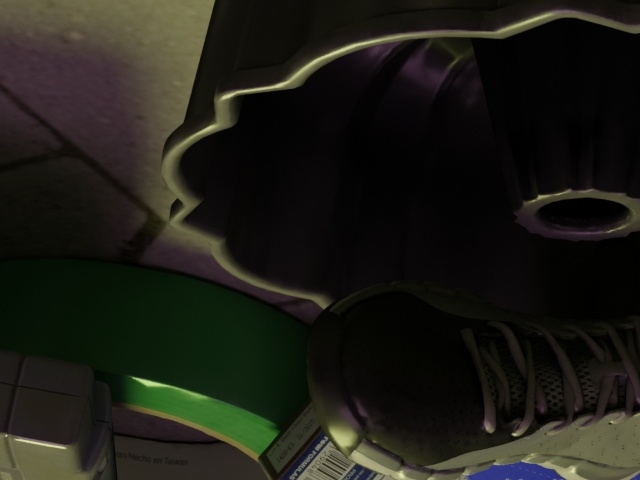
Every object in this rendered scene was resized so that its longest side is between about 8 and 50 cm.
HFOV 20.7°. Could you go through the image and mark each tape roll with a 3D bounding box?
[{"bbox_3d":[-0.130,0.122,1.166,0.321,0.077,0.321,7,150,4],"label":"tape roll"}]

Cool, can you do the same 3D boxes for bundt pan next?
[{"bbox_3d":[0.104,-0.064,0.695,0.331,0.124,0.331,3,158,1],"label":"bundt pan"}]

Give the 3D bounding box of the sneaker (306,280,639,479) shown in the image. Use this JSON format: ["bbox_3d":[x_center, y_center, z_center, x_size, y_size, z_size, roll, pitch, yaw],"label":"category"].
[{"bbox_3d":[0.109,0.048,0.722,0.132,0.086,0.228,-22,158,39],"label":"sneaker"}]

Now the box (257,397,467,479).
[{"bbox_3d":[0.083,0.137,1.091,0.225,0.036,0.136,35,98,-36],"label":"box"}]

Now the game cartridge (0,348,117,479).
[{"bbox_3d":[-0.234,0.121,1.027,0.230,0.068,0.355,6,159,-3],"label":"game cartridge"}]

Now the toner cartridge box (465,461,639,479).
[{"bbox_3d":[0.200,0.175,0.982,0.165,0.075,0.348,-3,141,21],"label":"toner cartridge box"}]

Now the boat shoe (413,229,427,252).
[{"bbox_3d":[0.000,0.000,0.907,0.065,0.083,0.183,21,149,-20],"label":"boat shoe"}]
